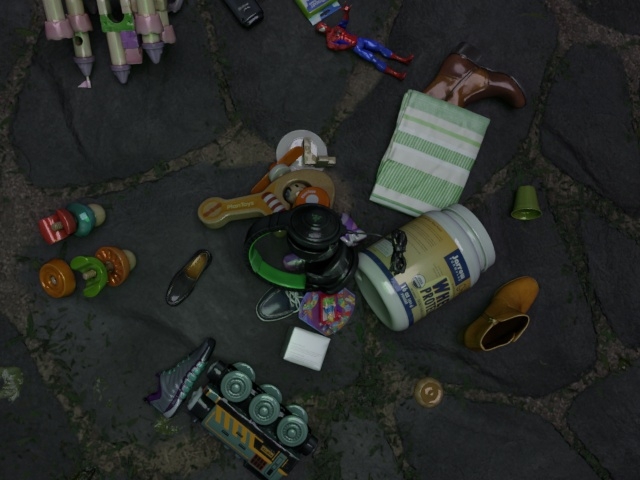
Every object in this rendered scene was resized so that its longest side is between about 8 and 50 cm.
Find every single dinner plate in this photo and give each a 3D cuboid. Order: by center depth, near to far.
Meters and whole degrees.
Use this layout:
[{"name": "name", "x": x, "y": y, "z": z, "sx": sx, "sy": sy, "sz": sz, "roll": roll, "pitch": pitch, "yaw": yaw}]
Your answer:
[{"name": "dinner plate", "x": -0.050, "y": -0.234, "z": 1.689, "sx": 0.141, "sy": 0.017, "sz": 0.141, "roll": 1, "pitch": 82, "yaw": -8}]

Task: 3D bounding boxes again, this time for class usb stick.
[{"name": "usb stick", "x": -0.259, "y": -0.706, "z": 1.694, "sx": 0.077, "sy": 0.045, "sz": 0.278, "roll": -37, "pitch": 90, "yaw": -11}]

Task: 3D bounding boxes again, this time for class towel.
[{"name": "towel", "x": 0.294, "y": -0.223, "z": 1.701, "sx": 0.247, "sy": 0.038, "sz": 0.325, "roll": 20, "pitch": 91, "yaw": -6}]

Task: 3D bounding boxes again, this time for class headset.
[{"name": "headset", "x": 0.007, "y": 0.039, "z": 1.438, "sx": 0.394, "sy": 0.243, "sz": 0.185, "roll": -11, "pitch": 45, "yaw": 18}]

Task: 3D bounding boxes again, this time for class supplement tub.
[{"name": "supplement tub", "x": 0.263, "y": 0.063, "z": 1.594, "sx": 0.316, "sy": 0.228, "sz": 0.228, "roll": -31, "pitch": 89, "yaw": -10}]

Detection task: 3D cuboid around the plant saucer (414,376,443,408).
[{"name": "plant saucer", "x": 0.294, "y": 0.411, "z": 1.669, "sx": 0.083, "sy": 0.015, "sz": 0.083, "roll": 1, "pitch": 84, "yaw": -8}]

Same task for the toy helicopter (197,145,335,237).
[{"name": "toy helicopter", "x": -0.139, "y": -0.110, "z": 1.587, "sx": 0.355, "sy": 0.140, "sz": 0.235, "roll": -10, "pitch": 61, "yaw": 2}]

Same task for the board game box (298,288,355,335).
[{"name": "board game box", "x": 0.027, "y": 0.178, "z": 1.600, "sx": 0.168, "sy": 0.033, "sz": 0.133, "roll": 39, "pitch": 88, "yaw": -37}]

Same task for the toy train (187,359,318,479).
[{"name": "toy train", "x": -0.171, "y": 0.450, "z": 1.541, "sx": 0.334, "sy": 0.142, "sz": 0.190, "roll": 39, "pitch": 89, "yaw": -2}]

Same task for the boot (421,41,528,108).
[{"name": "boot", "x": 0.408, "y": -0.376, "z": 1.734, "sx": 0.264, "sy": 0.096, "sz": 0.280, "roll": 39, "pitch": 82, "yaw": -7}]

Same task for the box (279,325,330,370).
[{"name": "box", "x": -0.042, "y": 0.274, "z": 1.590, "sx": 0.102, "sy": 0.101, "sz": 0.087, "roll": 20, "pitch": 81, "yaw": -7}]

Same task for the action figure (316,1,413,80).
[{"name": "action figure", "x": 0.122, "y": -0.544, "z": 1.691, "sx": 0.280, "sy": 0.139, "sz": 0.091, "roll": 22, "pitch": 80, "yaw": -3}]

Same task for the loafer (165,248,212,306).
[{"name": "loafer", "x": -0.341, "y": 0.093, "z": 1.586, "sx": 0.062, "sy": 0.061, "sz": 0.170, "roll": 32, "pitch": 81, "yaw": -5}]

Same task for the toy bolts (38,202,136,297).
[{"name": "toy bolts", "x": -0.590, "y": 0.020, "z": 1.548, "sx": 0.218, "sy": 0.158, "sz": 0.229, "roll": -16, "pitch": 98, "yaw": 30}]

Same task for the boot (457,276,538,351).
[{"name": "boot", "x": 0.502, "y": 0.195, "z": 1.624, "sx": 0.295, "sy": 0.211, "sz": 0.104, "roll": -36, "pitch": 91, "yaw": -11}]

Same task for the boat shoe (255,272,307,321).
[{"name": "boat shoe", "x": -0.050, "y": 0.135, "z": 1.616, "sx": 0.254, "sy": 0.079, "sz": 0.095, "roll": -23, "pitch": 89, "yaw": -10}]

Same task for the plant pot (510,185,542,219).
[{"name": "plant pot", "x": 0.578, "y": -0.110, "z": 1.741, "sx": 0.083, "sy": 0.083, "sz": 0.079, "roll": 9, "pitch": 71, "yaw": -7}]

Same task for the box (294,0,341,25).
[{"name": "box", "x": -0.030, "y": -0.705, "z": 1.730, "sx": 0.109, "sy": 0.042, "sz": 0.178, "roll": -35, "pitch": 89, "yaw": -10}]

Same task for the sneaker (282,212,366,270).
[{"name": "sneaker", "x": 0.000, "y": 0.000, "z": 1.638, "sx": 0.236, "sy": 0.095, "sz": 0.104, "roll": -25, "pitch": 81, "yaw": -15}]

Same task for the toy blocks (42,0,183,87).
[{"name": "toy blocks", "x": -0.502, "y": -0.531, "z": 1.580, "sx": 0.288, "sy": 0.309, "sz": 0.260, "roll": -3, "pitch": 117, "yaw": 3}]

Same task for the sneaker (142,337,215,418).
[{"name": "sneaker", "x": -0.353, "y": 0.329, "z": 1.551, "sx": 0.098, "sy": 0.083, "sz": 0.224, "roll": 31, "pitch": 81, "yaw": 1}]

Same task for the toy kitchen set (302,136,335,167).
[{"name": "toy kitchen set", "x": -0.002, "y": -0.239, "z": 1.652, "sx": 0.083, "sy": 0.068, "sz": 0.075, "roll": -2, "pitch": 83, "yaw": -9}]
